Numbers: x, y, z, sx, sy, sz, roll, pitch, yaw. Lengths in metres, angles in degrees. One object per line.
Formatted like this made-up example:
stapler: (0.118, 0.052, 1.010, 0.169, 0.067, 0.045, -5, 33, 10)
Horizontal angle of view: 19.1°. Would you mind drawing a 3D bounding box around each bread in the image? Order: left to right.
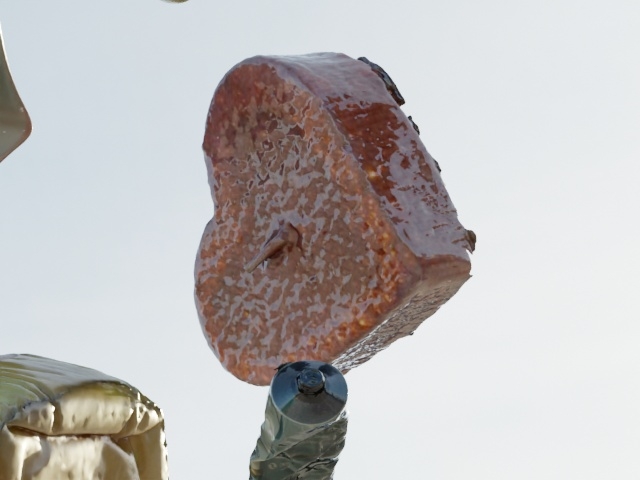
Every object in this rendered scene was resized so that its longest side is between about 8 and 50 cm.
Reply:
bread: (-0.246, 0.196, 1.498, 0.156, 0.204, 0.288, 3, 8, 24)

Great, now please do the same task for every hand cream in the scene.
hand cream: (-0.013, 0.166, 1.321, 0.075, 0.052, 0.248, -29, -33, -26)

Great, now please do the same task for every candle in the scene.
candle: (0.000, 0.000, 1.723, 0.131, 0.287, 0.317, -13, -63, -44)

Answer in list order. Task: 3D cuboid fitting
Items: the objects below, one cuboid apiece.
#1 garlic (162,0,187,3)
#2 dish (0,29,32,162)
garlic: (-0.115, -0.212, 1.491, 0.053, 0.041, 0.083, -59, -17, 10)
dish: (-0.350, -0.129, 1.750, 0.077, 0.151, 0.212, 22, -32, 19)
